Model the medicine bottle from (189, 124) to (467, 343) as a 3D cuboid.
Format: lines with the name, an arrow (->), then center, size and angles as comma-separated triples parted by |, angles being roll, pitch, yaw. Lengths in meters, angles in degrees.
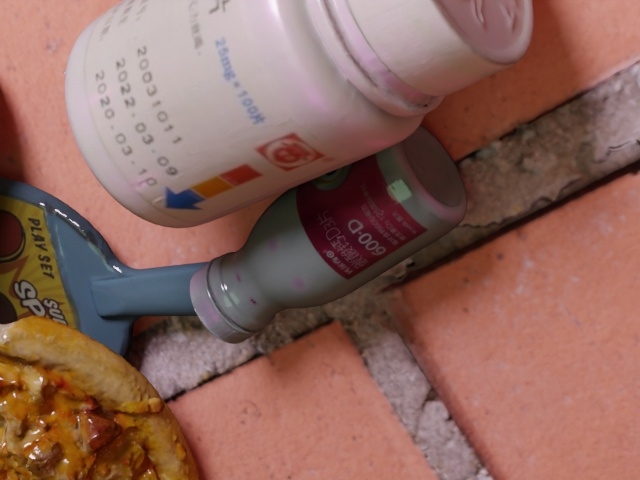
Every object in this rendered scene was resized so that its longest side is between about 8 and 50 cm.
medicine bottle -> 0.000, 0.000, 0.970 | 0.216, 0.090, 0.090 | -33, 95, 29

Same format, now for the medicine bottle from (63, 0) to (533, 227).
medicine bottle -> -0.018, -0.124, 0.869 | 0.293, 0.170, 0.170 | -20, 101, 36

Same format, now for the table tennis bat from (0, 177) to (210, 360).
table tennis bat -> -0.230, 0.046, 1.117 | 0.329, 0.044, 0.215 | -2, 109, 25

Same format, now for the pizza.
pizza -> -0.212, 0.213, 1.078 | 0.086, 0.226, 0.336 | 37, 153, 55
